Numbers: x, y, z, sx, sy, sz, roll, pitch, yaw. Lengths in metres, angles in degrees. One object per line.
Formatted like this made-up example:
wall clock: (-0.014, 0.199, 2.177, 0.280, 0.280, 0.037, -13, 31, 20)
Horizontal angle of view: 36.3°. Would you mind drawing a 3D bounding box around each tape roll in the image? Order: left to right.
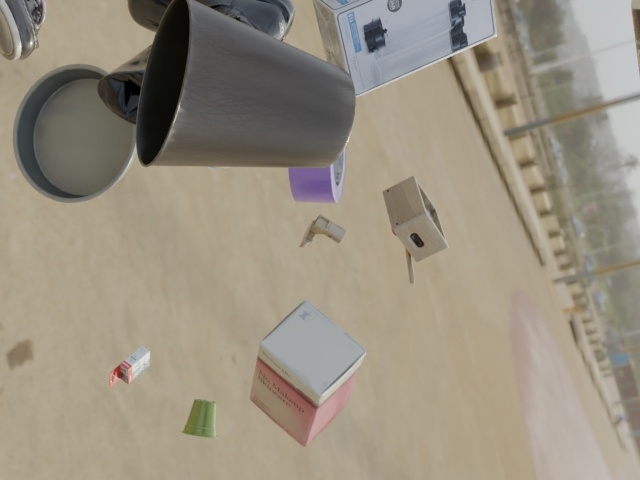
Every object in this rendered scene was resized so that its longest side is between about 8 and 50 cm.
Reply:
tape roll: (-0.003, -0.164, 1.813, 0.189, 0.080, 0.189, 3, 90, -80)

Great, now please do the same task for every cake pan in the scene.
cake pan: (-0.508, -0.223, 2.057, 0.054, 0.293, 0.293, 10, 65, -74)

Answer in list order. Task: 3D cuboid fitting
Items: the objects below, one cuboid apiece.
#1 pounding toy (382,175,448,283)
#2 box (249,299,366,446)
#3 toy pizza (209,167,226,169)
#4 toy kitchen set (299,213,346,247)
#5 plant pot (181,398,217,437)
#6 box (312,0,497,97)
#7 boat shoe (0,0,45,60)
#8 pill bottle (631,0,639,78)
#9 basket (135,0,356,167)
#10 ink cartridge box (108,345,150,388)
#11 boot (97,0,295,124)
pounding toy: (0.178, -0.019, 1.879, 0.141, 0.100, 0.130, 51, 19, -41)
box: (-0.028, 0.244, 1.760, 0.148, 0.127, 0.232, 39, -31, 17)
toy pizza: (-0.173, -0.225, 2.023, 0.032, 0.201, 0.201, 47, -1, 32)
toy kitchen set: (0.000, 0.000, 2.263, 0.075, 0.083, 0.068, 31, 54, -7)
plant pot: (-0.267, 0.402, 2.216, 0.083, 0.083, 0.079, 30, 68, -69)
box: (0.145, -0.376, 1.635, 0.087, 0.289, 0.169, 49, -21, 50)
boat shoe: (-0.410, -0.331, 1.277, 0.335, 0.095, 0.112, 43, -36, 46)
pill bottle: (0.616, -0.356, 1.657, 0.161, 0.161, 0.283, -58, 138, -70)
basket: (-0.084, -0.169, 1.175, 0.154, 0.226, 0.204, 47, -56, 56)
ink cartridge box: (-0.466, 0.316, 2.387, 0.115, 0.029, 0.063, -42, 154, -37)
boot: (-0.287, -0.357, 1.831, 0.445, 0.366, 0.146, -62, 155, -47)
